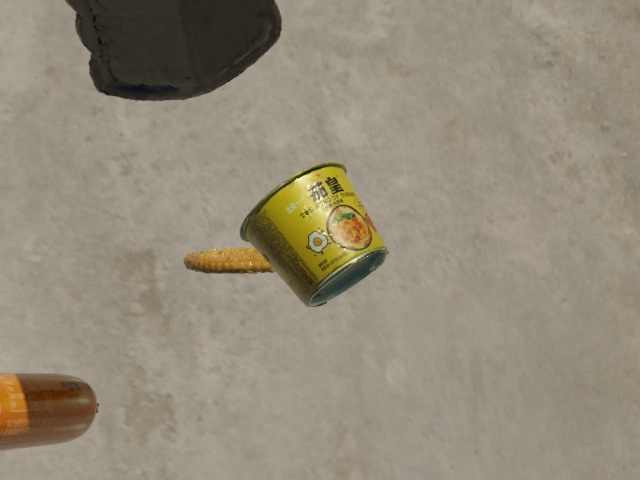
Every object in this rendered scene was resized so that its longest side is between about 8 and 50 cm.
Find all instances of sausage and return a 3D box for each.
[{"bbox_3d":[-0.364,0.198,1.054,0.093,0.312,0.093,-4,82,26],"label":"sausage"}]

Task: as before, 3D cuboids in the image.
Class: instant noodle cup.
[{"bbox_3d":[0.000,0.000,1.280,0.182,0.182,0.144,-35,74,0],"label":"instant noodle cup"}]

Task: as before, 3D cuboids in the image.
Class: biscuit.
[{"bbox_3d":[-0.147,0.036,1.806,0.254,0.254,0.035,1,96,16],"label":"biscuit"}]

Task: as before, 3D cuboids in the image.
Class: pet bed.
[{"bbox_3d":[-0.134,-0.231,0.791,0.183,0.211,0.159,-19,54,-9],"label":"pet bed"}]
